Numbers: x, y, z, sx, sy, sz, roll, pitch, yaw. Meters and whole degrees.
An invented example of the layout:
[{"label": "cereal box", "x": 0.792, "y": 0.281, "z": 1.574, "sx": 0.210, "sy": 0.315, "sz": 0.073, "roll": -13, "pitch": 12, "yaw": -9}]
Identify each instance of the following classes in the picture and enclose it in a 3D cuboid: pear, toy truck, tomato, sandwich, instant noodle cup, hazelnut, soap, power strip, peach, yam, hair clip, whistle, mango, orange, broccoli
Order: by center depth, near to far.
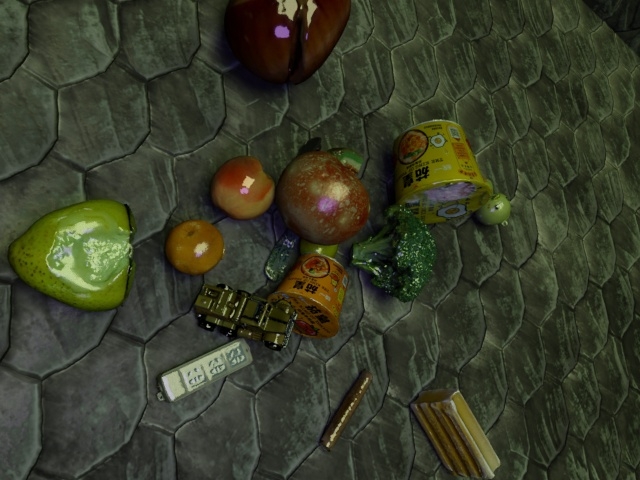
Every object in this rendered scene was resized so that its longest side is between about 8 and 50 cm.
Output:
[{"label": "pear", "x": -0.575, "y": 0.022, "z": 1.223, "sx": 0.292, "sy": 0.159, "sz": 0.292, "roll": 7, "pitch": 75, "yaw": -25}, {"label": "power strip", "x": -0.294, "y": 0.332, "z": 1.362, "sx": 0.272, "sy": 0.052, "sz": 0.078, "roll": -21, "pitch": 88, "yaw": -32}, {"label": "toy truck", "x": -0.193, "y": 0.190, "z": 1.367, "sx": 0.257, "sy": 0.127, "sz": 0.127, "roll": 17, "pitch": 65, "yaw": 6}, {"label": "orange", "x": -0.328, "y": 0.021, "z": 1.374, "sx": 0.155, "sy": 0.134, "sz": 0.154, "roll": 2, "pitch": 47, "yaw": -2}, {"label": "tomato", "x": -0.006, "y": -0.104, "z": 1.453, "sx": 0.223, "sy": 0.270, "sz": 0.270, "roll": -39, "pitch": 98, "yaw": -16}, {"label": "peach", "x": -0.218, "y": -0.143, "z": 1.462, "sx": 0.184, "sy": 0.184, "sz": 0.184, "roll": 8, "pitch": 74, "yaw": -28}, {"label": "instant noodle cup", "x": -0.022, "y": 0.150, "z": 1.485, "sx": 0.216, "sy": 0.216, "sz": 0.172, "roll": 38, "pitch": 52, "yaw": -16}, {"label": "yam", "x": 0.080, "y": 0.492, "z": 1.540, "sx": 0.046, "sy": 0.046, "sz": 0.264, "roll": 44, "pitch": 62, "yaw": -13}, {"label": "hair clip", "x": -0.100, "y": 0.020, "z": 1.564, "sx": 0.066, "sy": 0.036, "sz": 0.229, "roll": 33, "pitch": 70, "yaw": -14}, {"label": "hazelnut", "x": -0.087, "y": -0.662, "z": 1.575, "sx": 0.359, "sy": 0.359, "sz": 0.409, "roll": 31, "pitch": 72, "yaw": -20}, {"label": "mango", "x": 0.005, "y": 0.005, "z": 1.596, "sx": 0.117, "sy": 0.089, "sz": 0.163, "roll": 40, "pitch": 60, "yaw": -9}, {"label": "soap", "x": 0.416, "y": 0.600, "z": 1.633, "sx": 0.089, "sy": 0.173, "sz": 0.274, "roll": -34, "pitch": 96, "yaw": -40}, {"label": "broccoli", "x": 0.232, "y": 0.038, "z": 1.638, "sx": 0.275, "sy": 0.308, "sz": 0.307, "roll": 2, "pitch": 75, "yaw": -4}, {"label": "sandwich", "x": 0.058, "y": -0.211, "z": 1.663, "sx": 0.185, "sy": 0.109, "sz": 0.159, "roll": -6, "pitch": 98, "yaw": -52}, {"label": "instant noodle cup", "x": 0.383, "y": -0.230, "z": 1.762, "sx": 0.326, "sy": 0.325, "sz": 0.254, "roll": 6, "pitch": 65, "yaw": -28}, {"label": "whistle", "x": 0.610, "y": -0.176, "z": 1.965, "sx": 0.141, "sy": 0.141, "sz": 0.294, "roll": -36, "pitch": 95, "yaw": -32}]

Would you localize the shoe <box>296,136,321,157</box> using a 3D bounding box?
[{"label": "shoe", "x": -0.038, "y": -0.260, "z": 1.662, "sx": 0.053, "sy": 0.062, "sz": 0.159, "roll": 56, "pitch": 49, "yaw": -36}]
